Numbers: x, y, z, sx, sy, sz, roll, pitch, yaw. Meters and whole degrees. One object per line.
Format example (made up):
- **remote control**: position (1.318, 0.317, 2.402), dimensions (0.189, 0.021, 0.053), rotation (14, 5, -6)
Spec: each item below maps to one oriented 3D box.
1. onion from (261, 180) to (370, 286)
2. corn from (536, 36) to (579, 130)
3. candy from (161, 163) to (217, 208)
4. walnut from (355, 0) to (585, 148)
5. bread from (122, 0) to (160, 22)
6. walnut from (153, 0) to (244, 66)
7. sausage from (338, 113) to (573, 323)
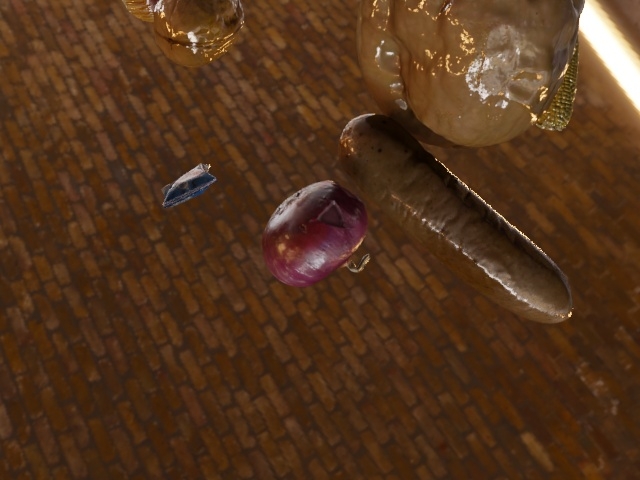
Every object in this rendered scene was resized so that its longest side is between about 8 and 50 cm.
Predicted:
- **onion**: position (-0.008, -0.007, 1.305), dimensions (0.177, 0.177, 0.153), rotation (-19, -94, -44)
- **corn**: position (0.579, -0.397, 2.086), dimensions (0.091, 0.260, 0.091), rotation (6, -178, -9)
- **candy**: position (-0.200, -0.083, 1.294), dimensions (0.038, 0.088, 0.136), rotation (60, 178, -19)
- **walnut**: position (0.241, -0.334, 1.345), dimensions (0.383, 0.383, 0.383), rotation (19, -137, -19)
- **bread**: position (-0.342, -0.569, 1.880), dimensions (0.104, 0.199, 0.199), rotation (17, -153, 37)
- **walnut**: position (-0.204, -0.369, 1.445), dimensions (0.144, 0.144, 0.180), rotation (35, -127, -2)
- **sausage**: position (0.227, -0.020, 1.393), dimensions (0.501, 0.123, 0.136), rotation (39, -160, -10)
